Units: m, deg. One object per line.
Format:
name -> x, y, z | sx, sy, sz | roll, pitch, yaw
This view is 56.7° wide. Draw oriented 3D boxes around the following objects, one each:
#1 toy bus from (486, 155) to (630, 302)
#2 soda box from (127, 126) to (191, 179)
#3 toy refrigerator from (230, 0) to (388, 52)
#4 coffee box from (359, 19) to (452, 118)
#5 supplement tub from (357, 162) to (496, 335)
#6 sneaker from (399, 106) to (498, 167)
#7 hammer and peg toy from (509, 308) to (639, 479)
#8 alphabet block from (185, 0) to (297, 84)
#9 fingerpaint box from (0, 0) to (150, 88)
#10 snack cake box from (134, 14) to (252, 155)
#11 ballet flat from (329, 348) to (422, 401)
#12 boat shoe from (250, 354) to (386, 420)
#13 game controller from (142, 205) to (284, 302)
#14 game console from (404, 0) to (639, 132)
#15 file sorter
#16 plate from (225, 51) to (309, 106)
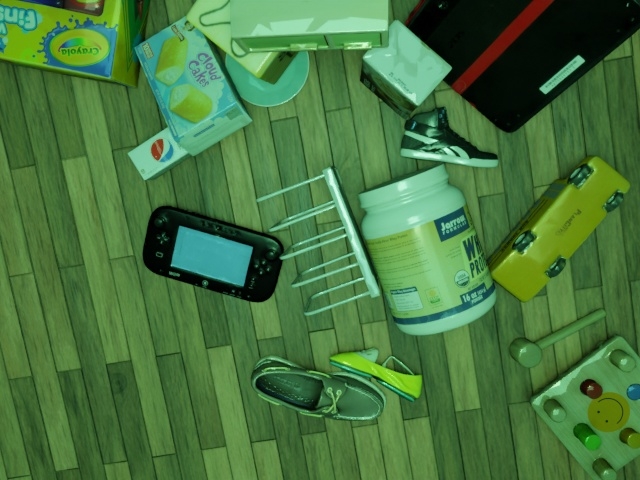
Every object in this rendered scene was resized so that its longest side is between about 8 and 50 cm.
toy bus -> 0.505, -0.025, 1.289 | 0.108, 0.130, 0.333 | 38, 97, -2
soda box -> -0.316, -0.221, 1.331 | 0.216, 0.069, 0.074 | -31, 94, 5
toy refrigerator -> -0.015, -0.386, 1.044 | 0.269, 0.102, 0.094 | -1, 92, 6
coffee box -> 0.164, -0.338, 1.206 | 0.141, 0.246, 0.098 | 41, 96, -3
supplement tub -> 0.220, 0.016, 1.257 | 0.228, 0.228, 0.316 | -20, 96, 5
sneaker -> 0.289, -0.229, 1.298 | 0.216, 0.079, 0.121 | 8, 99, 3
hammer and peg toy -> 0.616, 0.336, 1.331 | 0.266, 0.127, 0.361 | -39, 94, 6
alphabet block -> -0.121, -0.457, 1.199 | 0.192, 0.193, 0.197 | 40, 102, -1
fingerpaint box -> -0.601, -0.554, 1.254 | 0.444, 0.163, 0.371 | 12, 97, 1
snack cake box -> -0.269, -0.331, 1.253 | 0.152, 0.089, 0.264 | -30, 68, 7
ballet flat -> 0.134, 0.297, 1.382 | 0.231, 0.077, 0.077 | 25, 76, -4
boat shoe -> -0.004, 0.355, 1.375 | 0.324, 0.097, 0.117 | 18, 97, 0
game controller -> -0.247, 0.033, 1.361 | 0.319, 0.067, 0.167 | 16, 97, 1
game console -> 0.375, -0.425, 1.162 | 0.342, 0.386, 0.060 | 38, 54, -6
file sorter -> 0.000, 0.000, 1.285 | 0.173, 0.193, 0.278 | -21, 96, 7
plate -> -0.118, -0.393, 1.324 | 0.188, 0.024, 0.188 | 0, 97, 2
